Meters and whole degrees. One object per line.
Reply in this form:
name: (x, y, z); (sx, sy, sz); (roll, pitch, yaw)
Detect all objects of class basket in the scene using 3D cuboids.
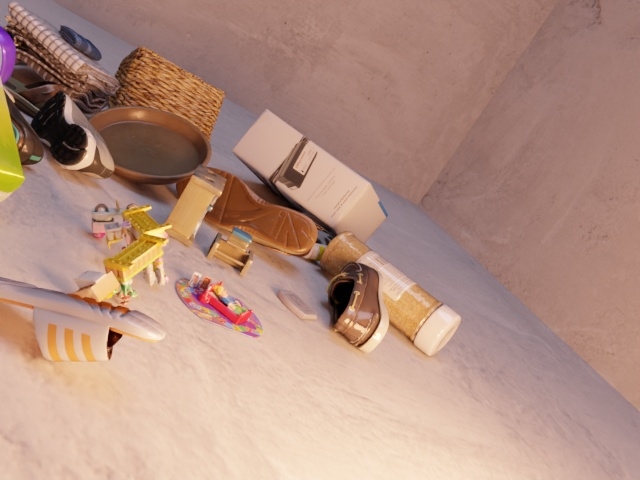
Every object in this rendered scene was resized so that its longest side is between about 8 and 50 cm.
basket: (-0.468, -0.380, 2.151); (0.299, 0.222, 0.214); (25, -18, -32)

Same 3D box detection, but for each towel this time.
towel: (-0.631, -0.422, 1.775); (0.235, 0.121, 0.283); (40, 3, -1)
towel: (-0.577, -0.476, 1.786); (0.067, 0.029, 0.119); (43, 3, 12)

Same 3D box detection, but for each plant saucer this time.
plant saucer: (-0.380, -0.208, 1.632); (0.278, 0.041, 0.277); (13, 38, -11)

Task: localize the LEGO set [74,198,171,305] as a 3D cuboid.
LEGO set: (-0.287, 0.039, 1.121); (0.132, 0.107, 0.287); (-6, 28, -10)

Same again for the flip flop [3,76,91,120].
flip flop: (-0.610, -0.319, 1.603); (0.277, 0.080, 0.112); (31, 13, -20)

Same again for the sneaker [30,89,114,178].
sneaker: (-0.494, -0.205, 1.476); (0.271, 0.100, 0.108); (49, 6, 39)

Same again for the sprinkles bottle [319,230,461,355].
sprinkles bottle: (0.162, 0.121, 1.766); (0.355, 0.121, 0.121); (39, 14, 22)

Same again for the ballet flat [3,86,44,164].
ballet flat: (-0.590, -0.229, 1.335); (0.280, 0.095, 0.096); (50, 8, 22)

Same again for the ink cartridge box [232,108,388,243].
ink cartridge box: (-0.025, -0.164, 2.121); (0.395, 0.166, 0.285); (39, -3, 22)

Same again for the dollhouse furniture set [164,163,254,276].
dollhouse furniture set: (-0.199, -0.043, 1.480); (0.184, 0.129, 0.129); (30, 13, -11)

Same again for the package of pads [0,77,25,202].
package of pads: (-0.575, -0.181, 1.012); (0.297, 0.101, 0.229); (18, 40, -51)

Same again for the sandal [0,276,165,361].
sandal: (-0.310, 0.097, 0.855); (0.266, 0.076, 0.102); (14, -3, 5)

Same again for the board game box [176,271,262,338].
board game box: (-0.162, 0.103, 1.253); (0.169, 0.033, 0.133); (25, 15, -31)

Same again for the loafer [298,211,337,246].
loafer: (0.000, 0.000, 1.909); (0.220, 0.080, 0.078); (29, 13, -19)

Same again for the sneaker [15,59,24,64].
sneaker: (-0.764, -0.487, 1.879); (0.051, 0.070, 0.134); (36, 14, 1)

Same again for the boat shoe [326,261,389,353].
boat shoe: (0.068, 0.119, 1.575); (0.097, 0.116, 0.324); (33, 18, -15)

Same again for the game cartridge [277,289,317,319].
game cartridge: (-0.048, 0.128, 1.473); (0.083, 0.017, 0.056); (41, 11, 31)

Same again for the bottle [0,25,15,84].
bottle: (-0.629, -0.273, 1.173); (0.092, 0.118, 0.283); (46, 40, 8)

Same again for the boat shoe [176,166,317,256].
boat shoe: (-0.170, -0.055, 1.689); (0.342, 0.123, 0.123); (23, -18, 3)

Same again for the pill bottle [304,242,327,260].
pill bottle: (-0.021, 0.026, 1.836); (0.083, 0.043, 0.043); (12, 23, -39)
